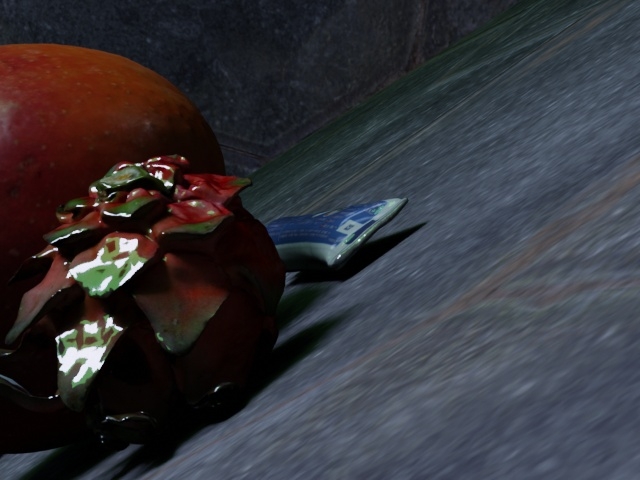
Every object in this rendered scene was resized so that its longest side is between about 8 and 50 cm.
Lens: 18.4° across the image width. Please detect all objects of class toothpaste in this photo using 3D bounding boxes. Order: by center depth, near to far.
[{"bbox_3d":[0.000,0.000,1.131,0.057,0.035,0.197,-41,9,-14],"label":"toothpaste"}]

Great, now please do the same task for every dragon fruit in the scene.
[{"bbox_3d":[-0.078,0.028,0.907,0.142,0.121,0.130,-61,6,-15],"label":"dragon fruit"}]

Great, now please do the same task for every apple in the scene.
[{"bbox_3d":[-0.154,0.003,1.062,0.201,0.218,0.218,-8,-5,-20],"label":"apple"}]
